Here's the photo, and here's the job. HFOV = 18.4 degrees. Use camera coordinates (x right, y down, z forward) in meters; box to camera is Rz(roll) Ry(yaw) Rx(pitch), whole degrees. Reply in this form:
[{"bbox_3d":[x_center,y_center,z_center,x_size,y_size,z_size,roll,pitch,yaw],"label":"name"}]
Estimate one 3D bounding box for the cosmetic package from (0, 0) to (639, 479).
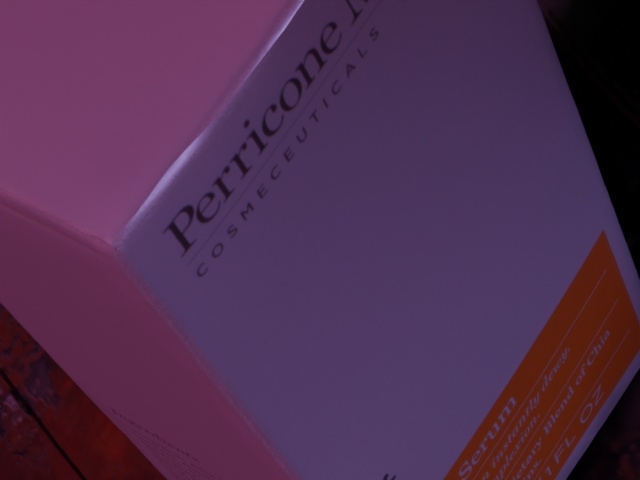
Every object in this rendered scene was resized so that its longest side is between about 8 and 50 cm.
[{"bbox_3d":[0.000,0.000,0.910,0.161,0.230,0.453,25,162,31],"label":"cosmetic package"}]
